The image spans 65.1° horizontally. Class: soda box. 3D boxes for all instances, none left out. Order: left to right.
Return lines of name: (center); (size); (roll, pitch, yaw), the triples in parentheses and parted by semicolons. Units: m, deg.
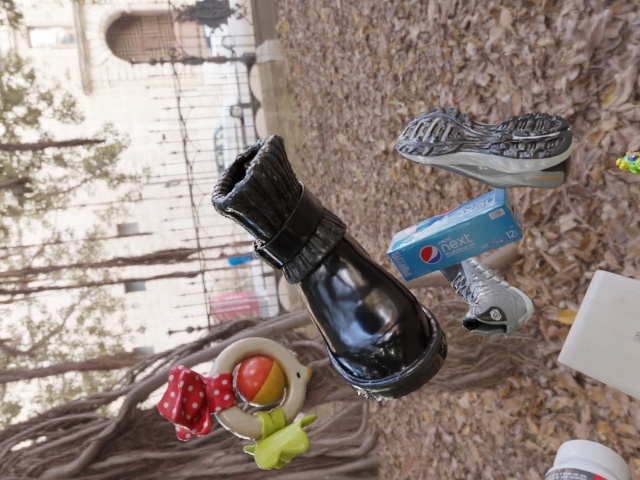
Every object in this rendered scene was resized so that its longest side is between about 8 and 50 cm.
soda box: (0.219, -0.008, 0.830); (0.067, 0.210, 0.071); (55, -147, -16)

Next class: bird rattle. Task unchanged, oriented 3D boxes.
bird rattle: (-0.122, 0.257, 0.824); (0.207, 0.253, 0.143); (-60, -6, -39)

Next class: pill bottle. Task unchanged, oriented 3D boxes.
pill bottle: (0.493, 0.530, 0.944); (0.283, 0.161, 0.161); (-43, -36, -45)

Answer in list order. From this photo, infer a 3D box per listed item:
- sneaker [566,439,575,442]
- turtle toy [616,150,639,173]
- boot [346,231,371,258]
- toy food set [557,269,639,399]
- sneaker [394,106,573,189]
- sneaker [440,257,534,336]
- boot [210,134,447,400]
sneaker: (0.715, 0.647, 1.432); (0.084, 0.058, 0.152); (2, -87, -70)
turtle toy: (1.029, -0.251, 1.628); (0.130, 0.095, 0.066); (-55, -17, -62)
boot: (0.000, 0.000, 1.374); (0.115, 0.305, 0.112); (-57, 9, -19)
toy food set: (0.654, 0.206, 1.003); (0.306, 0.092, 0.220); (23, 88, 55)
sneaker: (0.228, -0.125, 0.741); (0.271, 0.100, 0.108); (19, 158, 40)
sneaker: (0.310, 0.115, 1.036); (0.228, 0.132, 0.086); (34, 147, 31)
boot: (-0.008, 0.017, 0.618); (0.260, 0.131, 0.348); (55, 174, -27)
